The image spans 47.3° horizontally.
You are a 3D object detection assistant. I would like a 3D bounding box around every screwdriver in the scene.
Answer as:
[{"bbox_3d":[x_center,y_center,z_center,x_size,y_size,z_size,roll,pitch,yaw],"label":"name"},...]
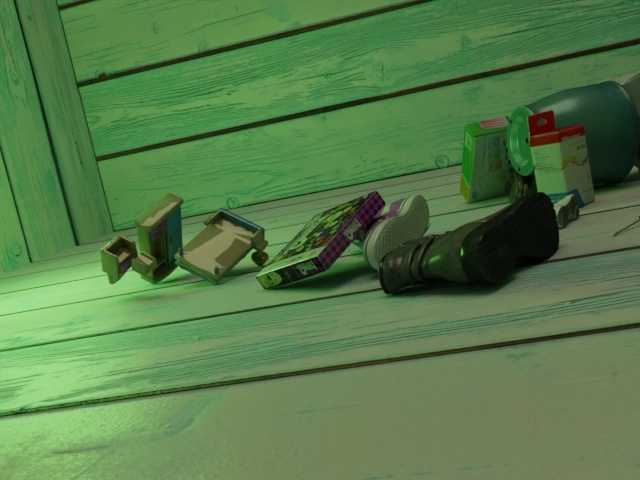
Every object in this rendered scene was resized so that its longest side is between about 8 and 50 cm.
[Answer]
[{"bbox_3d":[0.594,-0.040,1.371,0.169,0.025,0.024,-17,9,-35],"label":"screwdriver"}]

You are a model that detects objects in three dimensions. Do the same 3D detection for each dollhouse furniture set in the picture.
[{"bbox_3d":[-0.318,0.072,1.791,0.303,0.198,0.286,23,46,18],"label":"dollhouse furniture set"}]

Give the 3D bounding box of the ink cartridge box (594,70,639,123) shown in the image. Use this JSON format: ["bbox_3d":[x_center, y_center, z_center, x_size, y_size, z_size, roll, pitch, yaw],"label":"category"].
[{"bbox_3d":[0.813,-0.368,1.965,0.082,0.140,0.190,-33,10,-7],"label":"ink cartridge box"}]

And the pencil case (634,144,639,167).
[{"bbox_3d":[0.960,-0.261,1.895,0.167,0.160,0.386,-28,11,-9],"label":"pencil case"}]

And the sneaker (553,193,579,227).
[{"bbox_3d":[0.506,-0.062,1.554,0.061,0.054,0.152,-9,9,40],"label":"sneaker"}]

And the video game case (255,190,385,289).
[{"bbox_3d":[0.000,0.000,1.499,0.210,0.042,0.232,-19,22,49],"label":"video game case"}]

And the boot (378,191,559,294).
[{"bbox_3d":[0.262,0.002,1.283,0.222,0.118,0.338,-11,2,43],"label":"boot"}]

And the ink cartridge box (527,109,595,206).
[{"bbox_3d":[0.563,-0.190,1.710,0.078,0.231,0.134,-4,12,45],"label":"ink cartridge box"}]

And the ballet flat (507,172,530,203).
[{"bbox_3d":[0.550,-0.143,2.003,0.058,0.084,0.250,14,10,10],"label":"ballet flat"}]

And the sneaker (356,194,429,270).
[{"bbox_3d":[0.114,-0.003,1.517,0.161,0.102,0.282,-11,15,29],"label":"sneaker"}]

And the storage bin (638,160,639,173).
[{"bbox_3d":[0.864,-0.185,1.793,0.091,0.098,0.135,15,2,-12],"label":"storage bin"}]

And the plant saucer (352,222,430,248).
[{"bbox_3d":[0.163,-0.004,1.702,0.194,0.038,0.195,-11,8,1],"label":"plant saucer"}]

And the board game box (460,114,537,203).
[{"bbox_3d":[0.569,-0.250,2.118,0.316,0.242,0.064,-12,42,-9],"label":"board game box"}]

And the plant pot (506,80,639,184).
[{"bbox_3d":[0.638,-0.270,1.908,0.255,0.272,0.271,-6,7,-9],"label":"plant pot"}]
